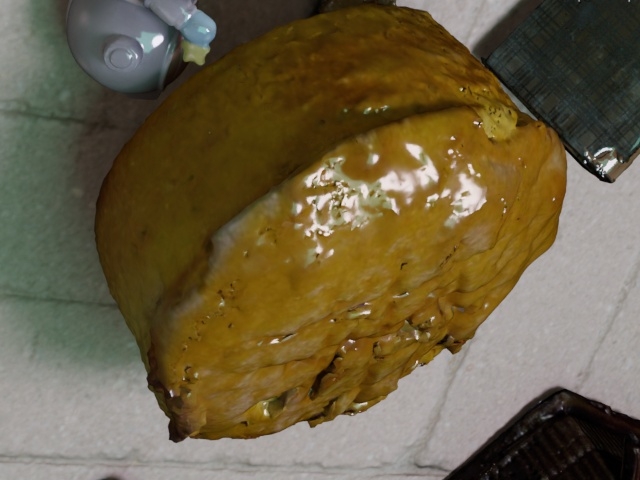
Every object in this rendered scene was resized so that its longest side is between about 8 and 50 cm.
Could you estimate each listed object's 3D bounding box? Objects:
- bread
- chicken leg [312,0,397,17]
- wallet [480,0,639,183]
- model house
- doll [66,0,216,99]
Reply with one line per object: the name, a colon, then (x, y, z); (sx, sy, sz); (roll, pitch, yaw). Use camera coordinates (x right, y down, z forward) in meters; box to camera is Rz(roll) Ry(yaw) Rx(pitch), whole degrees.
bread: (0.000, 0.000, 1.489); (0.398, 0.215, 0.398); (-25, 155, -12)
chicken leg: (0.034, -0.199, 1.542); (0.085, 0.069, 0.198); (9, 109, -39)
wallet: (0.309, -0.215, 1.656); (0.169, 0.044, 0.317); (45, 92, -2)
model house: (0.294, 0.345, 1.926); (0.317, 0.282, 0.297); (30, 101, -41)
doll: (-0.124, -0.231, 1.379); (0.151, 0.151, 0.287); (-5, 129, -29)
